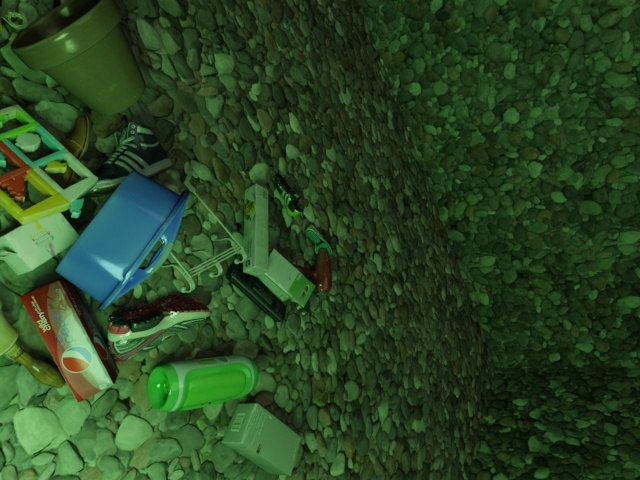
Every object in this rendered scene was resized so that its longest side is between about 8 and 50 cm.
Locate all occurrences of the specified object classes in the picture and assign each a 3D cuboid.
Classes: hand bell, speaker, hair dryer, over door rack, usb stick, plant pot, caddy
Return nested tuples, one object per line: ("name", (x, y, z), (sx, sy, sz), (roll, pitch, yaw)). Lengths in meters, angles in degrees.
("hand bell", (-0.622, 0.238, 0.890), (0.242, 0.126, 0.126), (61, 38, -37))
("speaker", (-0.317, 0.390, 1.196), (0.296, 0.131, 0.131), (11, 70, -50))
("hair dryer", (-0.036, 0.130, 1.679), (0.224, 0.080, 0.293), (62, 39, -17))
("over door rack", (-0.393, -0.027, 1.265), (0.324, 0.108, 0.239), (57, 38, 0))
("usb stick", (-0.214, 0.179, 1.463), (0.278, 0.045, 0.077), (49, 37, -31))
("plant pot", (-0.570, -0.449, 1.077), (0.229, 0.262, 0.263), (62, 35, -48))
("caddy", (-0.443, -0.002, 1.012), (0.179, 0.241, 0.341), (37, 82, -20))

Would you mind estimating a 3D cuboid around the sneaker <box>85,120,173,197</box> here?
("sneaker", (-0.531, -0.221, 1.138), (0.282, 0.099, 0.153), (-43, 115, -54))

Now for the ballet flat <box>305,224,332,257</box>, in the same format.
("ballet flat", (0.000, 0.000, 1.789), (0.168, 0.057, 0.052), (53, 33, -28))

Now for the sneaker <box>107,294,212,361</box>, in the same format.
("sneaker", (-0.423, 0.222, 1.141), (0.299, 0.120, 0.112), (-8, 114, -54))

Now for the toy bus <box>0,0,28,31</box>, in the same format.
("toy bus", (-0.765, -0.516, 0.917), (0.191, 0.104, 0.202), (42, 54, -29))

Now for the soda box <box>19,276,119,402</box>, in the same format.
("soda box", (-0.551, 0.215, 0.958), (0.083, 0.092, 0.263), (-25, 100, -14))

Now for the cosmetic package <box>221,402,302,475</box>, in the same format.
("cosmetic package", (-0.175, 0.614, 1.325), (0.238, 0.107, 0.127), (46, 43, -29))

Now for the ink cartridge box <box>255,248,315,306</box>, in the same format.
("ink cartridge box", (-0.129, 0.141, 1.525), (0.209, 0.062, 0.109), (43, 47, -13))

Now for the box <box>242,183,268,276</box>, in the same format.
("box", (-0.221, -0.040, 1.474), (0.067, 0.063, 0.324), (24, 52, -45))

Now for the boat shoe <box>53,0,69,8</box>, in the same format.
("boat shoe", (-0.673, -0.654, 1.140), (0.049, 0.056, 0.152), (8, 82, -56))

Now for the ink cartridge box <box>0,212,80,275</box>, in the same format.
("ink cartridge box", (-0.631, 0.007, 0.943), (0.090, 0.092, 0.143), (60, 41, -20))

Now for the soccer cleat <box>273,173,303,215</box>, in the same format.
("soccer cleat", (-0.121, -0.180, 1.674), (0.060, 0.072, 0.179), (-41, 111, -50))

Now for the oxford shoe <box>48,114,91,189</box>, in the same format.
("oxford shoe", (-0.617, -0.226, 1.056), (0.076, 0.076, 0.212), (20, 62, -35))

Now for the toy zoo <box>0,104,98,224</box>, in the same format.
("toy zoo", (-0.642, -0.158, 0.944), (0.293, 0.030, 0.192), (44, 43, -4))
